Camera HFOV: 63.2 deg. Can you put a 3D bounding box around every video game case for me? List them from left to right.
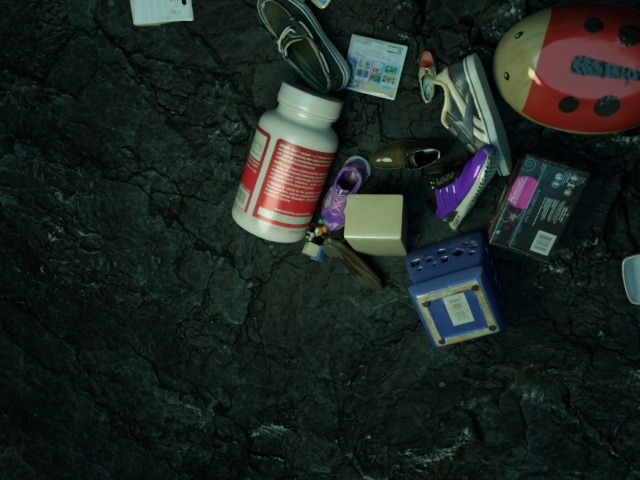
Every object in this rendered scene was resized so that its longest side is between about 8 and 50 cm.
[{"bbox_3d":[0.146,-0.474,1.422,0.157,0.019,0.143,16,110,10],"label":"video game case"}]

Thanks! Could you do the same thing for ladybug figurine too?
[{"bbox_3d":[0.640,-0.405,1.227,0.449,0.162,0.305,11,108,12],"label":"ladybug figurine"}]

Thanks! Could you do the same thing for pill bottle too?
[{"bbox_3d":[-0.086,-0.218,1.450,0.229,0.229,0.408,24,111,8],"label":"pill bottle"}]

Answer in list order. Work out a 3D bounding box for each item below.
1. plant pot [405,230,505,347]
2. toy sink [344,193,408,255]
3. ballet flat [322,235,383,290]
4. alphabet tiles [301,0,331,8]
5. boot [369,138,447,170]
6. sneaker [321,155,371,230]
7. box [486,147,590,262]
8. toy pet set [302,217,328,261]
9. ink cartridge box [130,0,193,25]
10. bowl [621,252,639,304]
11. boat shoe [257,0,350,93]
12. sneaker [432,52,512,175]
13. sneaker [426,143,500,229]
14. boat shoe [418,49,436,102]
[{"bbox_3d":[0.370,0.144,1.419,0.236,0.212,0.236,-19,110,20],"label":"plant pot"},{"bbox_3d":[0.167,-0.043,1.469,0.152,0.234,0.131,2,77,16],"label":"toy sink"},{"bbox_3d":[0.102,0.066,1.540,0.250,0.058,0.084,40,144,-25],"label":"ballet flat"},{"bbox_3d":[-0.059,-0.763,1.393,0.284,0.021,0.278,39,112,2],"label":"alphabet tiles"},{"bbox_3d":[0.233,-0.234,1.421,0.219,0.106,0.082,-8,103,17],"label":"boot"},{"bbox_3d":[0.061,-0.130,1.501,0.095,0.104,0.236,27,112,5],"label":"sneaker"},{"bbox_3d":[0.558,-0.095,1.353,0.163,0.142,0.247,20,111,8],"label":"box"},{"bbox_3d":[0.000,0.000,1.547,0.065,0.122,0.114,24,80,-17],"label":"toy pet set"},{"bbox_3d":[-0.466,-0.712,1.522,0.179,0.045,0.145,-5,105,-2],"label":"ink cartridge box"},{"bbox_3d":[0.870,0.091,1.367,0.142,0.053,0.142,-13,102,18],"label":"bowl"},{"bbox_3d":[-0.056,-0.534,1.386,0.335,0.119,0.121,46,130,2],"label":"boat shoe"},{"bbox_3d":[0.395,-0.307,1.347,0.127,0.126,0.321,-15,108,32],"label":"sneaker"},{"bbox_3d":[0.351,-0.154,1.364,0.146,0.102,0.293,37,147,15],"label":"sneaker"},{"bbox_3d":[0.284,-0.436,1.382,0.049,0.043,0.137,0,105,18],"label":"boat shoe"}]
